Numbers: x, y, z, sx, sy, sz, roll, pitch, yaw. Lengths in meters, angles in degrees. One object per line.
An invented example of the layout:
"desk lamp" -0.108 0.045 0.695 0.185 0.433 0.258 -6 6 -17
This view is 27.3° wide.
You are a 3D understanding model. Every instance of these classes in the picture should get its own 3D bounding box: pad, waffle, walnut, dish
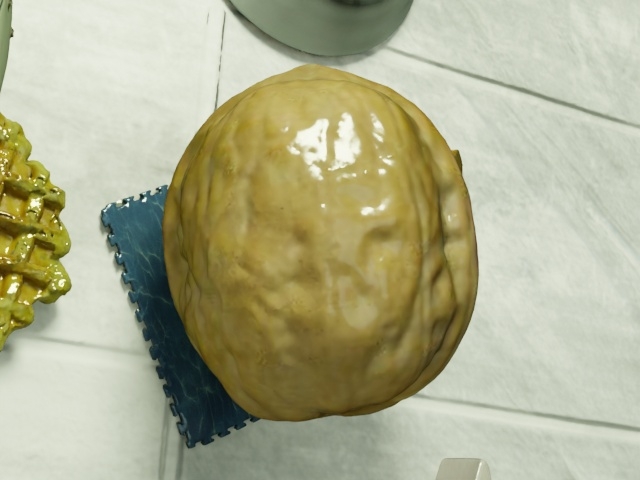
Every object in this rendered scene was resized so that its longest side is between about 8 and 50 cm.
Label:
"pad" -0.076 0.050 1.389 0.269 0.012 0.269 -23 94 -33
"waffle" -0.359 -0.019 1.199 0.291 0.051 0.291 8 76 -31
"walnut" -0.004 0.000 1.257 0.306 0.306 0.343 5 80 -31
"dish" 0.014 -0.369 1.468 0.317 0.106 0.316 6 78 -31

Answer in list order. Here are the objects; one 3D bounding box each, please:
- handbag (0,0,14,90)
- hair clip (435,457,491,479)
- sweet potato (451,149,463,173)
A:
"handbag" -0.434 -0.162 1.140 0.316 0.109 0.241 7 62 -6
"hair clip" 0.130 0.398 1.410 0.101 0.085 0.330 37 58 -33
"sweet potato" 0.112 0.015 1.483 0.077 0.077 0.243 12 88 -30
